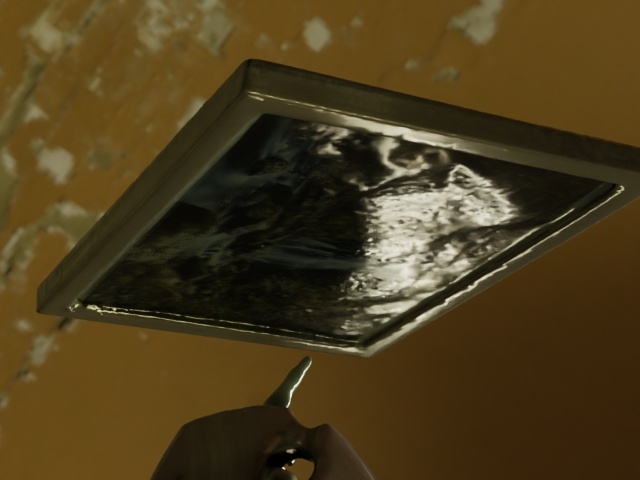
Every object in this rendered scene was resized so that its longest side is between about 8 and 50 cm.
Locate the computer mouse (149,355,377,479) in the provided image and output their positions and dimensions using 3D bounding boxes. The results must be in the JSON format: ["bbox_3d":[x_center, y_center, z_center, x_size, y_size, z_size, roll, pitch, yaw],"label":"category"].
[{"bbox_3d":[-0.056,0.233,0.933,0.115,0.199,0.389,118,-5,-62],"label":"computer mouse"}]

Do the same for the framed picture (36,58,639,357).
[{"bbox_3d":[0.000,0.000,0.828,0.324,0.240,0.020,-37,-131,54],"label":"framed picture"}]
